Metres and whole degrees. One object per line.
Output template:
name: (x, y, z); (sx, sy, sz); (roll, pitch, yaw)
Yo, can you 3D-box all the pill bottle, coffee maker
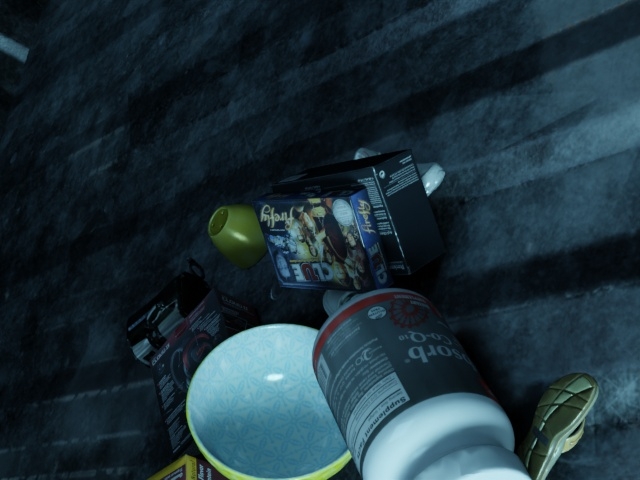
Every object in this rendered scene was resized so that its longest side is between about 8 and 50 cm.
pill bottle: (0.135, 0.244, 1.338); (0.210, 0.210, 0.363); (-50, 35, 16)
coffee maker: (-0.310, 0.158, 2.064); (0.178, 0.120, 0.171); (-38, 18, 28)

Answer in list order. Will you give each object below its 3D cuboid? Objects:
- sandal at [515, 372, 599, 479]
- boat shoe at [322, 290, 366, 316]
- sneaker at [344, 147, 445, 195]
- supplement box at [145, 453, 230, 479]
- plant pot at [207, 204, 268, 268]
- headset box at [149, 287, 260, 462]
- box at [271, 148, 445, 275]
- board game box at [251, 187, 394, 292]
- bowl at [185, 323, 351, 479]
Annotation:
sandal: (0.309, 0.247, 1.275); (0.180, 0.049, 0.072); (-67, 27, 19)
boat shoe: (0.072, 0.117, 1.616); (0.267, 0.088, 0.096); (31, 93, 55)
sneaker: (0.106, -0.109, 1.685); (0.232, 0.115, 0.090); (-12, 28, 46)
supplement box: (-0.180, 0.480, 1.595); (0.129, 0.194, 0.191); (-37, 42, 31)
plant pot: (-0.172, -0.021, 2.007); (0.134, 0.095, 0.134); (-29, 47, 37)
headset box: (-0.203, 0.250, 1.851); (0.218, 0.110, 0.293); (-48, 38, 18)
box: (0.059, -0.037, 1.646); (0.261, 0.103, 0.184); (-5, 106, 49)
board game box: (0.000, 0.000, 1.621); (0.042, 0.165, 0.243); (-30, 19, -38)
bowl: (-0.064, 0.292, 1.582); (0.156, 0.290, 0.289); (91, 173, -49)
